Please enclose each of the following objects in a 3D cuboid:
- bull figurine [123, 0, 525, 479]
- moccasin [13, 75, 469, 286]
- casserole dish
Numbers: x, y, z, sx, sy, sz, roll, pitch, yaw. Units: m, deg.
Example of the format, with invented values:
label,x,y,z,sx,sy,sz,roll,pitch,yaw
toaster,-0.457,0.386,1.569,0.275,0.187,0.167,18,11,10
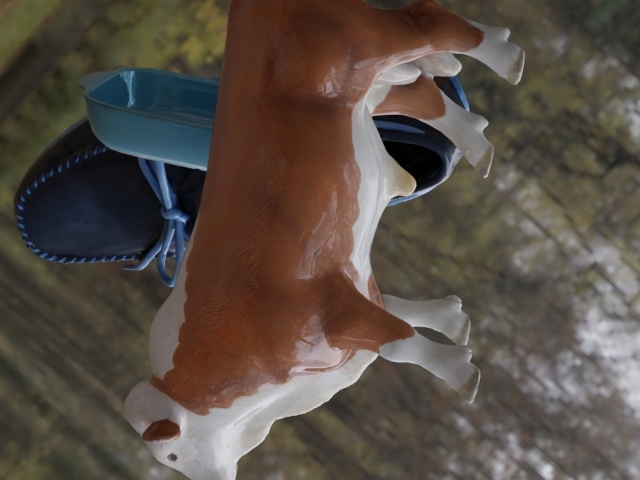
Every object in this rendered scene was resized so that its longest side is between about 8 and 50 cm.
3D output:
label,x,y,z,sx,sy,sz,roll,pitch,yaw
bull figurine,0.000,0.000,0.950,0.101,0.188,0.310,180,-81,-87
moccasin,-0.066,-0.054,1.199,0.342,0.137,0.117,-18,-151,12
casserole dish,-0.067,-0.073,1.095,0.114,0.188,0.037,-55,157,-70
